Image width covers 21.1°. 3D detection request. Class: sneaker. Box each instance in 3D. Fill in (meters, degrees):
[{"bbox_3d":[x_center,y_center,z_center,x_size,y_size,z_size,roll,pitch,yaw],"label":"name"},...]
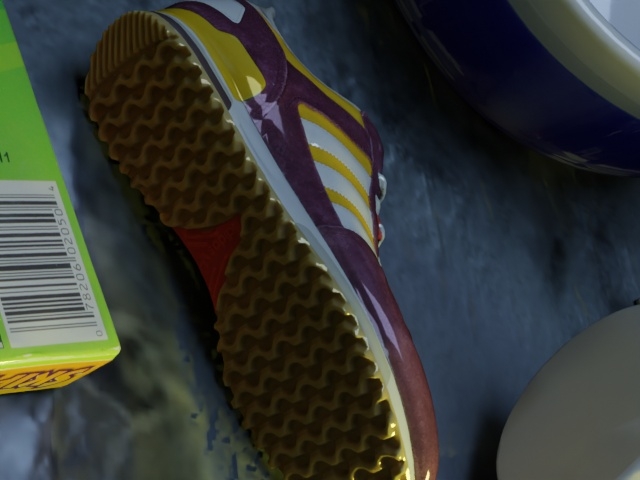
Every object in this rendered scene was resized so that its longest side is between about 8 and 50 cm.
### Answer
[{"bbox_3d":[0.000,0.000,0.564,0.084,0.069,0.185,-20,82,-48],"label":"sneaker"}]

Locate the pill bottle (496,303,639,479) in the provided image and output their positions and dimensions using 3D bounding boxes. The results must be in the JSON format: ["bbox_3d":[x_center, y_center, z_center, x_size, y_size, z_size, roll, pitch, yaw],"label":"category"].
[{"bbox_3d":[0.168,0.124,0.629,0.216,0.121,0.121,42,39,-20],"label":"pill bottle"}]

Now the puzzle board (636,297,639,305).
[{"bbox_3d":[0.200,0.066,0.801,0.128,0.011,0.096,-2,67,-51],"label":"puzzle board"}]

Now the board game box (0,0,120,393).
[{"bbox_3d":[-0.147,-0.078,0.477,0.124,0.039,0.259,-2,69,-51],"label":"board game box"}]

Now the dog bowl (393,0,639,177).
[{"bbox_3d":[0.152,-0.163,0.748,0.265,0.104,0.264,6,77,-26],"label":"dog bowl"}]
